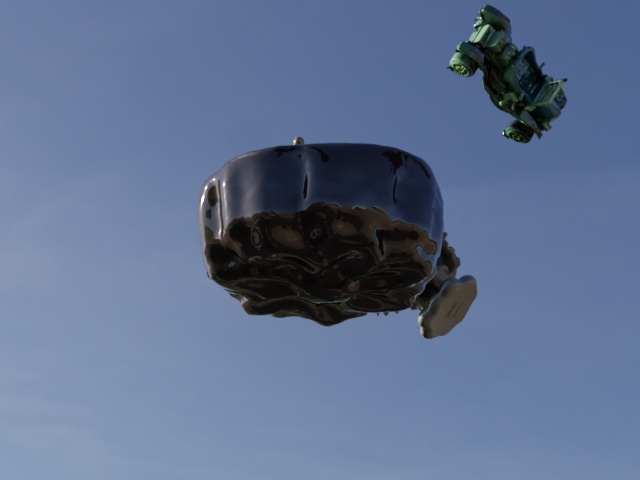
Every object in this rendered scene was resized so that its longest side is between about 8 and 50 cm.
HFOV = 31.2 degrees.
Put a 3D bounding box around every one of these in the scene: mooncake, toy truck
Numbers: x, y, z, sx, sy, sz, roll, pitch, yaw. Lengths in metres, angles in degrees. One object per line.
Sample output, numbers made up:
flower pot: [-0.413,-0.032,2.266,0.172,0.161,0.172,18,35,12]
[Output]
mooncake: [0.000,0.000,1.286,0.282,0.141,0.283,-3,-24,-1]
toy truck: [0.214,-0.179,1.249,0.154,0.080,0.078,44,-21,-29]

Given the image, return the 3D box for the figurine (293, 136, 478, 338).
figurine: [0.071,-0.014,1.710,0.166,0.387,0.207,-6,-50,-44]
